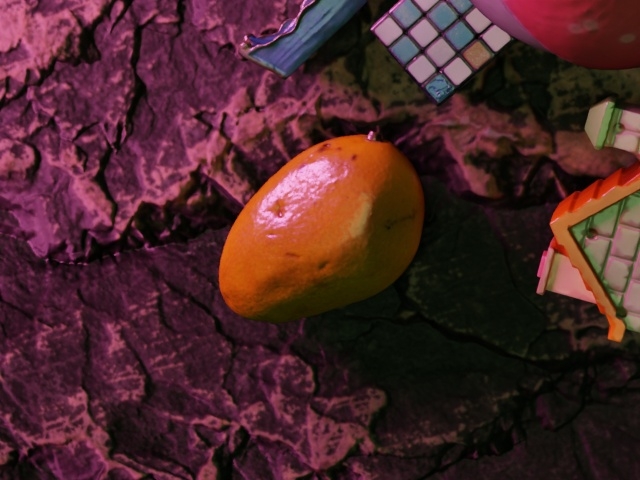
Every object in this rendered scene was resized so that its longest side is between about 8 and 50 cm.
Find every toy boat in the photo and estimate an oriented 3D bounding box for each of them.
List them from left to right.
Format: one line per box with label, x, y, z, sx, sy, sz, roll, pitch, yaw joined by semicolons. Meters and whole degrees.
toy boat;-0.001;-0.229;1.237;0.077;0.075;0.185;44;107;-12

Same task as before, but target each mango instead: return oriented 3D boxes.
mango;0.000;0.000;1.285;0.227;0.109;0.147;-42;98;21

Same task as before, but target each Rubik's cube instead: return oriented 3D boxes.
Rubik's cube;0.111;-0.187;1.217;0.092;0.092;0.092;-41;94;19

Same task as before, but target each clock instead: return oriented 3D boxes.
clock;0.333;0.002;1.227;0.255;0.106;0.219;17;107;11

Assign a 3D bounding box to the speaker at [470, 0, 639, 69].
speaker;0.217;-0.271;1.058;0.294;0.294;0.294;3;106;11
